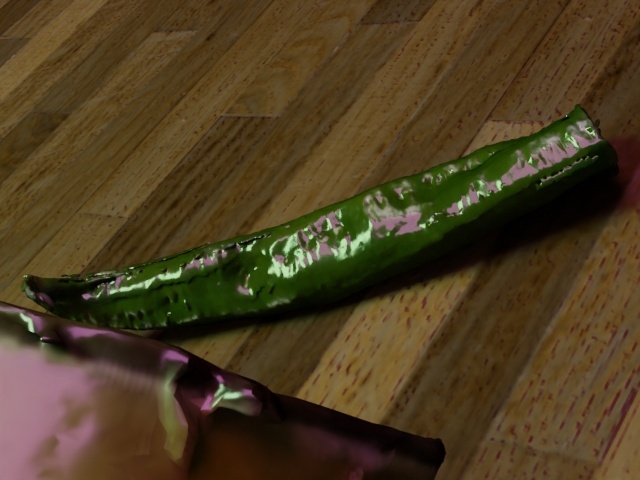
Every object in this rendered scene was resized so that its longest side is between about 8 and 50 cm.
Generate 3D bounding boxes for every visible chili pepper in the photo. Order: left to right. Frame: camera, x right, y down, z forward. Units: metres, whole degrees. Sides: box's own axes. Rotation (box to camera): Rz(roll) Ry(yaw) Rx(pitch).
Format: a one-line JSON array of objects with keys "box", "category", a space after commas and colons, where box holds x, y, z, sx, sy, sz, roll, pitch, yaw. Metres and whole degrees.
[{"box": [0.000, 0.000, 0.712, 0.359, 0.076, 0.085, -18, 8, 7], "category": "chili pepper"}]

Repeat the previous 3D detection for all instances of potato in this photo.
[{"box": [-0.134, 0.176, 0.450, 0.397, 0.290, 0.296, -7, 64, 58], "category": "potato"}]
